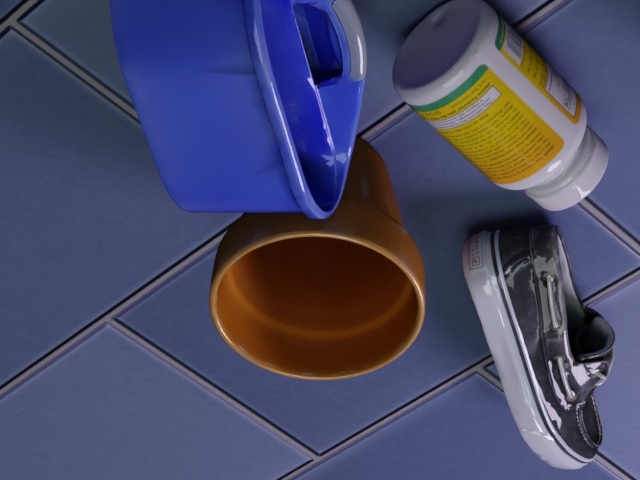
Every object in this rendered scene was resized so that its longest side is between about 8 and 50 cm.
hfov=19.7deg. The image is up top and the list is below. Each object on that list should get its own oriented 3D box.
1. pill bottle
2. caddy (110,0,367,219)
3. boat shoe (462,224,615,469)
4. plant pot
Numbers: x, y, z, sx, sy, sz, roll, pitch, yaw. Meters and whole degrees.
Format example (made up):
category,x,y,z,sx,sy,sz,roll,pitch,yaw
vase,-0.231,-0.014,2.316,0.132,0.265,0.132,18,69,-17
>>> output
category,x,y,z,sx,sy,sz,roll,pitch,yaw
pill bottle,0.174,-0.121,1.717,0.117,0.118,0.208,-31,126,30
caddy,-0.049,-0.172,1.598,0.179,0.241,0.341,-4,135,14
boat shoe,0.254,0.121,1.949,0.119,0.121,0.335,-11,131,21
plant pot,0.000,0.000,1.800,0.205,0.188,0.205,2,135,2
